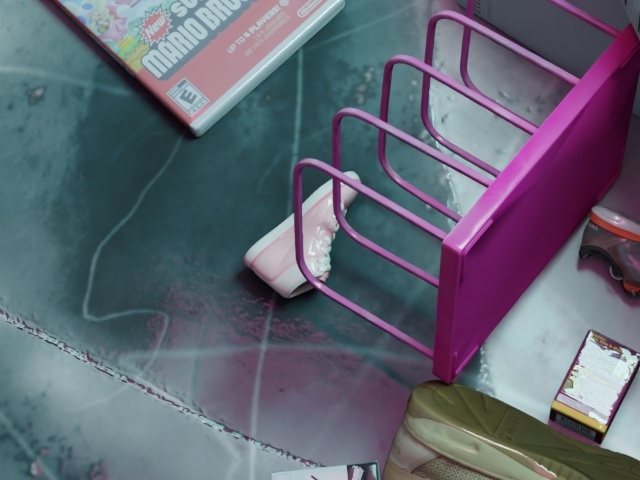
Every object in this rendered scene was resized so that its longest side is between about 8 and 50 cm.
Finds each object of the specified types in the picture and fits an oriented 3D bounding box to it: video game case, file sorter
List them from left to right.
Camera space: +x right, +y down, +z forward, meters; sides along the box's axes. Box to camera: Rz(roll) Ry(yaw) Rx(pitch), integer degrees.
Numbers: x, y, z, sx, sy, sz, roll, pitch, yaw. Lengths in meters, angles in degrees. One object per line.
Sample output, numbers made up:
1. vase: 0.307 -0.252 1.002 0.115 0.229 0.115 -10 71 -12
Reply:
1. video game case: -0.145 -0.261 1.875 0.204 0.025 0.285 -43 71 -12
2. file sorter: 0.126 -0.069 1.660 0.182 0.202 0.291 31 60 20

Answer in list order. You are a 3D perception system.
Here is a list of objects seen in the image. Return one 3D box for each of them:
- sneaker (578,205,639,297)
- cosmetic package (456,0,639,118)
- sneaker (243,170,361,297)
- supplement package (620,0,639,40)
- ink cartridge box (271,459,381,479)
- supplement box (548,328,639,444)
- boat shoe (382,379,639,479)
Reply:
1. sneaker: 0.308 0.028 1.722 0.158 0.061 0.065 29 100 15
2. cosmetic package: 0.319 -0.222 1.727 0.385 0.217 0.156 32 74 17
3. sneaker: 0.000 0.000 1.749 0.134 0.051 0.070 -41 73 -8
4. supplement package: 0.369 -0.198 1.495 0.199 0.198 0.263 -20 69 -3
5. ink cartridge box: 0.014 0.300 1.631 0.097 0.046 0.207 -6 68 3
6. supplement box: 0.246 0.130 1.682 0.055 0.043 0.083 26 73 14
7. boat shoe: 0.218 0.239 1.617 0.341 0.121 0.110 27 110 16
